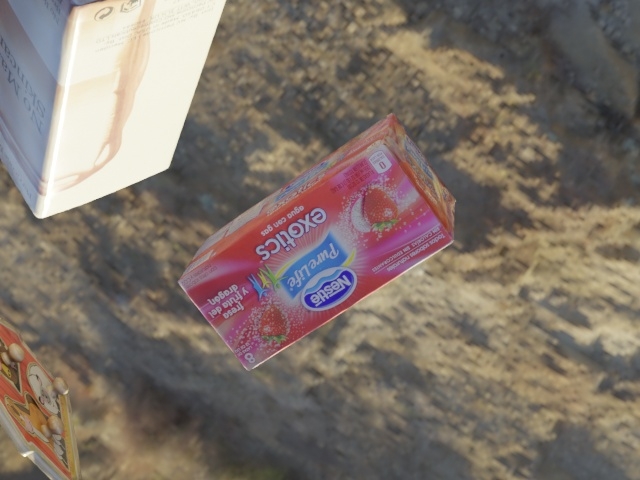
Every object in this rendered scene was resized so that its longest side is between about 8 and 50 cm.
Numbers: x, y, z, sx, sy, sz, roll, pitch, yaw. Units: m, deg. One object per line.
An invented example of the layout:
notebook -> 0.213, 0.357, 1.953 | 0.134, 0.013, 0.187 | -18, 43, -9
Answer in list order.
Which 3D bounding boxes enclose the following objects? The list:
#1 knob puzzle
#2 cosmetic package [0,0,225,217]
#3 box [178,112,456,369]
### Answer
knob puzzle -> -0.284, 0.136, 1.257 | 0.213, 0.030, 0.213 | 59, -176, -6
cosmetic package -> -0.173, -0.159, 0.957 | 0.153, 0.129, 0.296 | 57, 153, 16
box -> 0.000, 0.000, 1.547 | 0.300, 0.154, 0.142 | -33, 102, 16
